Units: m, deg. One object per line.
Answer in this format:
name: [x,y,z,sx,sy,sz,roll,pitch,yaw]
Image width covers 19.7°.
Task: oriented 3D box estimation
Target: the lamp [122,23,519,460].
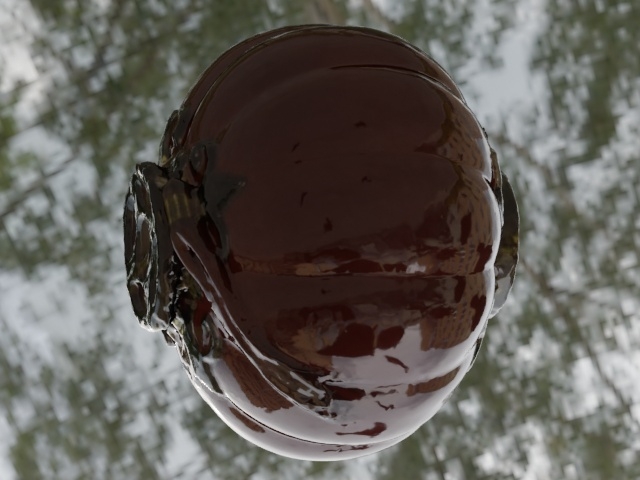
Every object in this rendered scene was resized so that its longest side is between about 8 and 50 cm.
lamp: [0.000,0.000,1.267,0.257,0.303,0.303,-1,-154,-18]
